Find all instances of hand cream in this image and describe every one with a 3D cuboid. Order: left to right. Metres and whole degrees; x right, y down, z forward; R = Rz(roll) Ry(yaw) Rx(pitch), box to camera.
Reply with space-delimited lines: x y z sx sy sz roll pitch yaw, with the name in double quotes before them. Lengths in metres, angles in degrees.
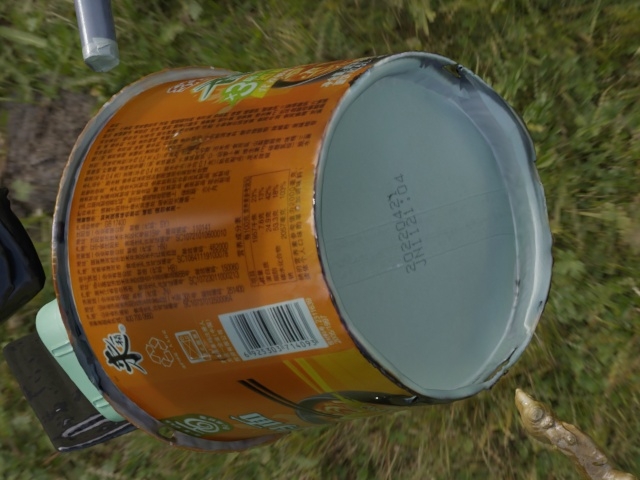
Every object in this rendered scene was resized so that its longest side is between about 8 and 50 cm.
"hand cream" -0.307 -0.347 1.726 0.048 0.079 0.255 -16 72 8

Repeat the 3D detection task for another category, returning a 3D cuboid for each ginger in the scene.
"ginger" 0.326 0.269 1.723 0.176 0.193 0.052 39 87 -33

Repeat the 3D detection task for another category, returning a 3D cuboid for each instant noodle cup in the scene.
"instant noodle cup" 0.000 0.000 0.698 0.182 0.230 0.230 -10 90 48

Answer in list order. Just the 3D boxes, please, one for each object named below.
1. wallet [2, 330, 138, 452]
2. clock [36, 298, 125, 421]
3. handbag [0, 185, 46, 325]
"wallet" -0.191 0.131 1.531 0.323 0.247 0.041 -22 129 -18
"clock" -0.193 0.081 1.329 0.060 0.188 0.148 -23 109 35
"handbag" -0.273 -0.008 0.520 0.244 0.088 0.275 -39 121 -8
